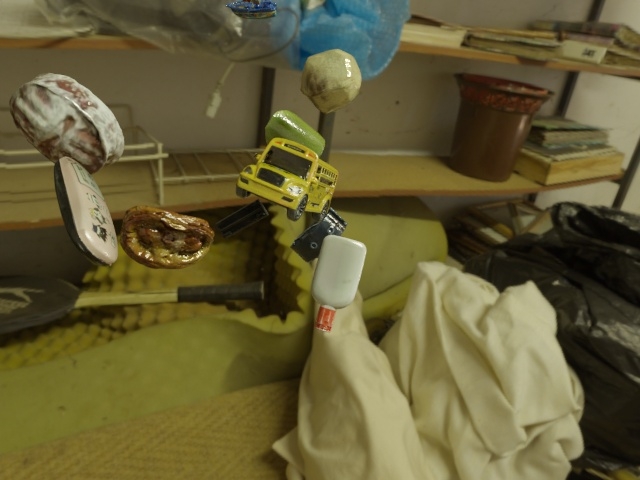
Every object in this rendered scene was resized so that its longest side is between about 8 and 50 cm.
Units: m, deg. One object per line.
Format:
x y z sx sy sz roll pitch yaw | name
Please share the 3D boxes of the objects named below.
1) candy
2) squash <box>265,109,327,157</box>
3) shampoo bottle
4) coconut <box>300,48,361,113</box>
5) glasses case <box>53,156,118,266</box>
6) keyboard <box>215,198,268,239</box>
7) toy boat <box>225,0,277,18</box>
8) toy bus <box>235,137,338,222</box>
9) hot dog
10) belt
-0.675 -0.305 1.354 0.289 0.214 0.157 43 32 -15 | candy
-0.123 -0.409 2.056 0.260 0.189 0.189 32 17 -24 | squash
0.033 0.103 1.190 0.107 0.221 0.051 15 -6 4 | shampoo bottle
0.030 -0.552 1.779 0.223 0.225 0.224 6 26 -3 | coconut
-0.526 -0.069 1.134 0.075 0.122 0.314 -31 55 -4 | glasses case
-0.255 -0.067 1.633 0.197 0.064 0.010 -26 9 28 | keyboard
-0.236 -0.812 1.718 0.174 0.110 0.091 -4 45 1 | toy boat
-0.061 -0.134 1.135 0.145 0.151 0.331 24 6 11 | toy bus
-0.429 -0.005 1.439 0.258 0.175 0.114 10 21 -22 | hot dog
-0.001 0.000 1.873 0.128 0.218 0.122 44 30 -13 | belt
